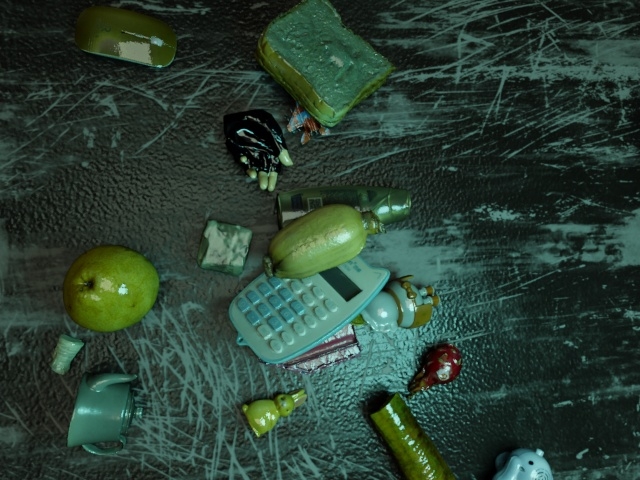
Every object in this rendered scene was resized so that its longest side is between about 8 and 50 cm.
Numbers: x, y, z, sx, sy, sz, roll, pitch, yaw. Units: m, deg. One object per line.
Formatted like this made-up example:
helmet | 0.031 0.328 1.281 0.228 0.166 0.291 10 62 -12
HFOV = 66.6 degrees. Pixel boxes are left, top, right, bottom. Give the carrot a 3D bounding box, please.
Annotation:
carrot | 0.233 0.533 1.240 0.114 0.114 0.302 -32 89 -10

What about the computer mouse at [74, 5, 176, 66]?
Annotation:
computer mouse | -0.491 -0.512 1.229 0.245 0.056 0.125 10 85 -10

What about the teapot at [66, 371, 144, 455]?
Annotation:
teapot | -0.486 0.400 1.124 0.149 0.162 0.239 11 109 -20

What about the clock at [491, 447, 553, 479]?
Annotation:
clock | 0.497 0.644 1.243 0.189 0.189 0.254 26 83 -7

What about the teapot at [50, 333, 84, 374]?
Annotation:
teapot | -0.607 0.269 1.153 0.067 0.057 0.083 19 85 30

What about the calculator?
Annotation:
calculator | -0.038 0.138 1.181 0.386 0.054 0.256 -32 51 -19

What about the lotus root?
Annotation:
lotus root | 0.000 0.000 1.163 0.303 0.146 0.131 -23 46 -2

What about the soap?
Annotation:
soap | -0.039 0.247 1.223 0.250 0.099 0.162 -15 88 -11

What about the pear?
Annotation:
pear | -0.478 0.110 1.110 0.209 0.209 0.208 1 86 -9

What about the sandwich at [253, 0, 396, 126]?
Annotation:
sandwich | 0.005 -0.467 1.257 0.301 0.099 0.271 45 61 -3

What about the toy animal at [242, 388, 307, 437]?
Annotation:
toy animal | -0.108 0.414 1.218 0.159 0.070 0.083 -24 88 -15

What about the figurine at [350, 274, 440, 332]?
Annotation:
figurine | 0.183 0.163 1.228 0.271 0.143 0.143 2 85 -37

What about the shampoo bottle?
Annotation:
shampoo bottle | 0.063 -0.083 1.270 0.350 0.084 0.125 -6 74 -10

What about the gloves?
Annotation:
gloves | -0.157 -0.224 1.234 0.164 0.124 0.203 -6 109 11

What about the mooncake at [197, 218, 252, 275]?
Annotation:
mooncake | -0.241 0.019 1.219 0.125 0.073 0.130 15 82 -5

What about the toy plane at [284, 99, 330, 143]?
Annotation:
toy plane | -0.046 -0.355 1.288 0.130 0.061 0.189 -23 85 -10

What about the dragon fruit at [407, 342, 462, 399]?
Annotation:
dragon fruit | 0.302 0.354 1.279 0.094 0.094 0.190 43 85 -4
